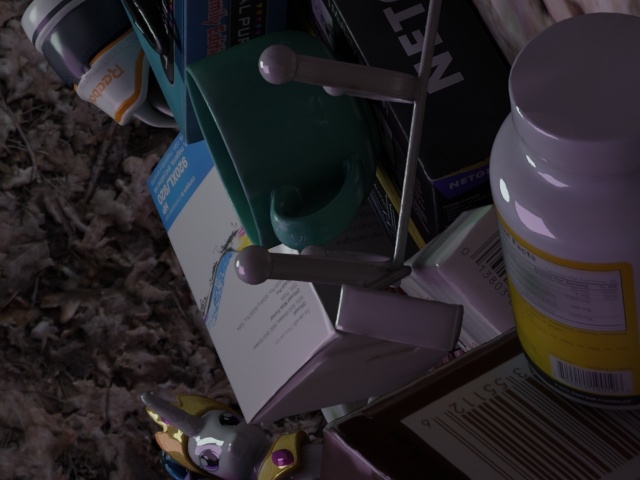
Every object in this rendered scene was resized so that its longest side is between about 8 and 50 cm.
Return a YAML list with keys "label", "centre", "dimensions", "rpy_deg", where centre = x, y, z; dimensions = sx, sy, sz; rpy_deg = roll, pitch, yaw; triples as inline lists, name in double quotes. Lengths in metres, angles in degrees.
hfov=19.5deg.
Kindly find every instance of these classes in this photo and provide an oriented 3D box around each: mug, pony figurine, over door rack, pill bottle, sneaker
- label: "mug"
  centre: [-0.014, -0.058, 1.201]
  dimensions: [0.129, 0.097, 0.157]
  rpy_deg: [91, 155, -72]
- label: "pony figurine"
  centre: [0.049, 0.232, 1.618]
  dimensions: [0.351, 0.303, 0.363]
  rpy_deg: [34, 166, -38]
- label: "over door rack"
  centre: [0.022, -0.086, 0.954]
  dimensions: [0.324, 0.108, 0.239]
  rpy_deg: [-123, 41, -86]
- label: "pill bottle"
  centre: [0.131, -0.012, 0.834]
  dimensions: [0.184, 0.103, 0.103]
  rpy_deg: [74, 171, -50]
- label: "sneaker"
  centre: [-0.093, -0.169, 1.528]
  dimensions: [0.127, 0.321, 0.126]
  rpy_deg: [54, 133, 11]

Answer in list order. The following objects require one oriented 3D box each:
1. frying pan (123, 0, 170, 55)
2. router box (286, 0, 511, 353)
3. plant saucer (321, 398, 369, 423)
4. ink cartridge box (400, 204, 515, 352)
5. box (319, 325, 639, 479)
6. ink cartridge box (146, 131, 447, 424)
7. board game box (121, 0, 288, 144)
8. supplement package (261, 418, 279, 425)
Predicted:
- label: "frying pan"
  centre: [-0.187, -0.249, 1.366]
  dimensions: [0.197, 0.053, 0.326]
  rpy_deg: [123, 130, -73]
- label: "router box"
  centre: [0.053, -0.110, 1.279]
  dimensions: [0.243, 0.081, 0.309]
  rpy_deg: [78, 168, -61]
- label: "plant saucer"
  centre: [0.018, 0.120, 2.472]
  dimensions: [0.400, 0.100, 0.400]
  rpy_deg: [157, 90, -85]
- label: "ink cartridge box"
  centre: [0.130, 0.063, 1.133]
  dimensions: [0.181, 0.056, 0.225]
  rpy_deg: [46, 177, -3]
- label: "box"
  centre: [0.102, 0.228, 0.999]
  dimensions: [0.143, 0.191, 0.381]
  rpy_deg: [38, 140, 36]
- label: "ink cartridge box"
  centre: [0.000, 0.000, 1.491]
  dimensions: [0.168, 0.171, 0.232]
  rpy_deg: [-49, 59, 49]
- label: "board game box"
  centre: [-0.118, -0.278, 1.319]
  dimensions: [0.254, 0.079, 0.336]
  rpy_deg: [97, 151, -59]
- label: "supplement package"
  centre: [0.000, 0.076, 1.922]
  dimensions: [0.262, 0.204, 0.145]
  rpy_deg: [91, 155, -78]
